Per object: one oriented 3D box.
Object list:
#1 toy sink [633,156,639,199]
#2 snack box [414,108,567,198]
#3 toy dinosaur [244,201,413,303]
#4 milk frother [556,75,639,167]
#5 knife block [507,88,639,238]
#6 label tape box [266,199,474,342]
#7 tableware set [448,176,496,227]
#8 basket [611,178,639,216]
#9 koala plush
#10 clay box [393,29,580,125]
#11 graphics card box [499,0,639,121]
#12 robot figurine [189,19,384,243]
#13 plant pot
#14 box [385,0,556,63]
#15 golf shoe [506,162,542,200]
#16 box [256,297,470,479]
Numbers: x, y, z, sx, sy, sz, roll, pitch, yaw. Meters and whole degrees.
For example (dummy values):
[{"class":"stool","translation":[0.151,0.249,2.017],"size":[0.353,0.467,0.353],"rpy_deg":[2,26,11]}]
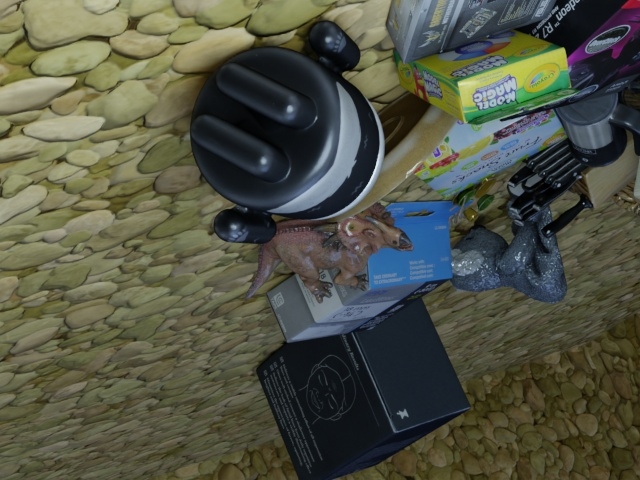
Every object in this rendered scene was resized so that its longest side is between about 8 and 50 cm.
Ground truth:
[{"class":"toy sink","translation":[0.560,-0.161,1.713],"size":[0.131,0.234,0.152],"rpy_deg":[24,162,-31]},{"class":"snack box","translation":[0.235,-0.148,1.693],"size":[0.207,0.070,0.174],"rpy_deg":[-26,163,13]},{"class":"toy dinosaur","translation":[0.000,0.000,1.777],"size":[0.295,0.127,0.200],"rpy_deg":[-14,158,15]},{"class":"milk frother","translation":[0.403,-0.192,1.655],"size":[0.129,0.143,0.135],"rpy_deg":[3,160,21]},{"class":"knife block","translation":[0.424,-0.113,1.841],"size":[0.275,0.088,0.242],"rpy_deg":[-4,130,-38]},{"class":"label tape box","translation":[0.104,0.056,2.090],"size":[0.240,0.106,0.333],"rpy_deg":[-5,156,-48]},{"class":"tableware set","translation":[0.262,-0.073,1.999],"size":[0.104,0.024,0.154],"rpy_deg":[-37,159,-13]},{"class":"basket","translation":[0.615,-0.148,2.017],"size":[0.299,0.213,0.223],"rpy_deg":[-9,128,-59]},{"class":"koala plush","translation":[0.334,0.036,2.225],"size":[0.221,0.203,0.196],"rpy_deg":[-13,164,9]},{"class":"clay box","translation":[0.180,-0.187,1.313],"size":[0.127,0.053,0.222],"rpy_deg":[-20,-157,-11]},{"class":"graphics card box","translation":[0.367,-0.285,1.388],"size":[0.232,0.094,0.371],"rpy_deg":[-17,164,-35]},{"class":"robot figurine","translation":[-0.035,-0.111,1.276],"size":[0.209,0.174,0.278],"rpy_deg":[-25,169,16]},{"class":"plant pot","translation":[0.080,-0.118,1.461],"size":[0.236,0.032,0.236],"rpy_deg":[-39,-163,14]},{"class":"box","translation":[0.174,-0.282,1.226],"size":[0.183,0.056,0.231],"rpy_deg":[-18,163,-11]},{"class":"golf shoe","translation":[0.382,-0.138,1.930],"size":[0.198,0.077,0.094],"rpy_deg":[-34,152,10]},{"class":"box","translation":[0.078,0.309,2.513],"size":[0.212,0.294,0.395],"rpy_deg":[-11,160,-35]}]
